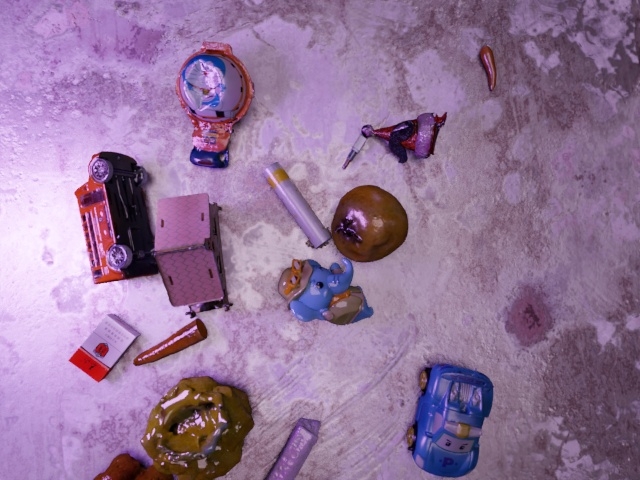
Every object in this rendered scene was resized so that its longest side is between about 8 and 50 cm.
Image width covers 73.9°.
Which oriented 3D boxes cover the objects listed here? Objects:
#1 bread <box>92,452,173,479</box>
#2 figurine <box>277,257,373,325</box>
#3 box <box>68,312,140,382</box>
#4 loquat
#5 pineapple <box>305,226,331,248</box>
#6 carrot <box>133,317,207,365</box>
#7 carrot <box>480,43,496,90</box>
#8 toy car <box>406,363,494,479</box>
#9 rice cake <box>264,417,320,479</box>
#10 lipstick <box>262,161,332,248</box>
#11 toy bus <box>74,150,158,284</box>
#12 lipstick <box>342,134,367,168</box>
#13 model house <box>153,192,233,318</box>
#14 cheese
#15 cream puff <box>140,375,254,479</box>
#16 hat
[{"bbox_3d":[-0.502,0.681,1.069,0.232,0.135,0.246,13,87,10],"label":"bread"},{"bbox_3d":[0.014,0.135,1.155,0.262,0.154,0.179,9,76,-21],"label":"figurine"},{"bbox_3d":[-0.574,0.284,1.134,0.100,0.048,0.152,38,82,0],"label":"box"},{"bbox_3d":[0.122,-0.044,1.136,0.213,0.213,0.213,0,86,-4],"label":"loquat"},{"bbox_3d":[0.000,0.000,1.211,0.083,0.019,0.045,-32,86,-9],"label":"pineapple"},{"bbox_3d":[-0.410,0.285,1.145,0.210,0.061,0.061,-28,89,-1],"label":"carrot"},{"bbox_3d":[0.509,-0.524,1.281,0.035,0.035,0.142,-15,92,-5],"label":"carrot"},{"bbox_3d":[0.354,0.489,1.137,0.198,0.166,0.314,15,86,0],"label":"toy car"},{"bbox_3d":[-0.114,0.644,1.141,0.073,0.056,0.364,34,85,-4],"label":"rice cake"},{"bbox_3d":[-0.065,-0.096,1.183,0.059,0.059,0.264,-34,84,-6],"label":"lipstick"},{"bbox_3d":[-0.533,-0.058,1.109,0.153,0.143,0.329,-12,88,18],"label":"toy bus"},{"bbox_3d":[0.096,-0.254,1.233,0.025,0.025,0.107,32,90,-2],"label":"lipstick"},{"bbox_3d":[-0.331,0.041,1.073,0.169,0.244,0.325,-7,88,-7],"label":"model house"},{"bbox_3d":[-0.292,-0.365,1.161,0.217,0.129,0.329,9,103,2],"label":"cheese"},{"bbox_3d":[-0.309,0.483,1.074,0.282,0.185,0.281,0,89,-6],"label":"cream puff"},{"bbox_3d":[0.228,-0.307,1.205,0.228,0.140,0.128,8,75,9],"label":"hat"}]
